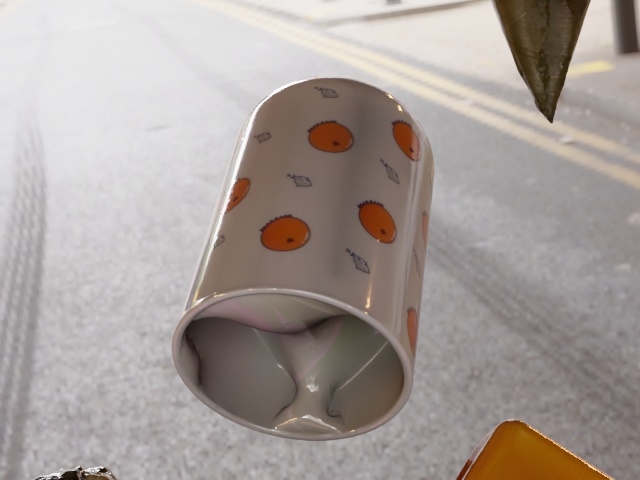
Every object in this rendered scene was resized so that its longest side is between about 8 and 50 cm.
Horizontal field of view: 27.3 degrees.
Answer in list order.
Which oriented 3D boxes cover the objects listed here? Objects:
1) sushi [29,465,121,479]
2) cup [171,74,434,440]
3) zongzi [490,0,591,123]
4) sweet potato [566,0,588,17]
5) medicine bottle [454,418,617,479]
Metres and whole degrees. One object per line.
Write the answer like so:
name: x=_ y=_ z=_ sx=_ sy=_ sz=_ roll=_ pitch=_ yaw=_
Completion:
sushi: x=-0.253 y=0.415 z=1.473 sx=0.171 sy=0.350 sz=0.211 roll=-29 pitch=-33 yaw=12
cup: x=0.000 y=0.000 z=1.249 sx=0.212 sy=0.212 sz=0.317 roll=-4 pitch=45 yaw=18
zongzi: x=0.235 y=-0.338 z=1.369 sx=0.160 sy=0.360 sz=0.323 roll=-2 pitch=24 yaw=15
sweet potato: x=0.230 y=-0.267 z=1.201 sx=0.041 sy=0.153 sz=0.038 roll=-7 pitch=40 yaw=17
medicine bottle: x=0.191 y=0.238 z=0.953 sx=0.222 sy=0.112 sz=0.149 roll=32 pitch=-18 yaw=8
